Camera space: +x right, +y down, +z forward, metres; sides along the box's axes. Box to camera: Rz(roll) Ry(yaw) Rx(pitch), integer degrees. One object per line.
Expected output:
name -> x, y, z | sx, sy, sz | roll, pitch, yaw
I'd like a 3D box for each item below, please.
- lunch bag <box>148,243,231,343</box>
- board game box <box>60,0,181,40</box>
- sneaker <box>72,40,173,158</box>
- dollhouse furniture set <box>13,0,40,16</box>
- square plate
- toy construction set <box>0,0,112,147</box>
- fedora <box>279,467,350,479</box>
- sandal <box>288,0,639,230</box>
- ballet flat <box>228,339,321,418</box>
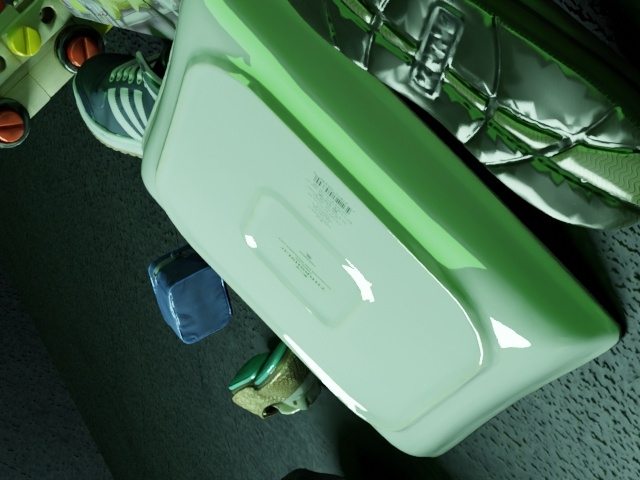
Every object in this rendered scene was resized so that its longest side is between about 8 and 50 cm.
lunch bag -> -0.145, 0.052, 1.363 | 0.065, 0.067, 0.098 | 39, 147, 48
board game box -> -0.181, -0.237, 0.942 | 0.208, 0.056, 0.347 | 49, 166, -31
sneaker -> -0.134, -0.137, 1.070 | 0.282, 0.099, 0.153 | 37, 152, 39
dollhouse furniture set -> -0.334, -0.279, 1.357 | 0.151, 0.123, 0.144 | 65, 159, -1
square plate -> 0.000, 0.000, 0.858 | 0.347, 0.049, 0.344 | 46, 156, 5
toy construction set -> -0.325, -0.218, 1.193 | 0.215, 0.327, 0.151 | 49, -177, -30
fedora -> 0.011, 0.312, 1.112 | 0.334, 0.334, 0.153 | 40, 115, 48
sandal -> 0.068, -0.130, 0.634 | 0.303, 0.086, 0.120 | 46, 150, 8
ballet flat -> -0.033, 0.134, 1.216 | 0.067, 0.073, 0.206 | 37, 162, -5
